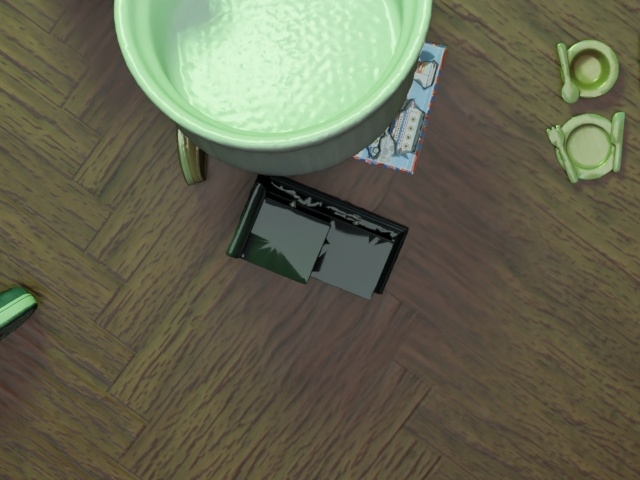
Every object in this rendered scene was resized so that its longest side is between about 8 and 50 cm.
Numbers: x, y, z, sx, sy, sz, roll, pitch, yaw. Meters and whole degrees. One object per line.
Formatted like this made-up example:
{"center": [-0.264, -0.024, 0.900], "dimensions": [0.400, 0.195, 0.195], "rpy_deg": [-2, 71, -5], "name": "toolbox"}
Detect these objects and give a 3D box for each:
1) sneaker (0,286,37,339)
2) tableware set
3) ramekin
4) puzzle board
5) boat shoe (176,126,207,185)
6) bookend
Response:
{"center": [-0.399, 0.053, 1.690], "dimensions": [0.226, 0.086, 0.163], "rpy_deg": [-25, 84, -12], "name": "sneaker"}
{"center": [0.298, -0.131, 1.699], "dimensions": [0.168, 0.020, 0.141], "rpy_deg": [-8, 97, 1], "name": "tableware set"}
{"center": [-0.037, -0.192, 1.595], "dimensions": [0.277, 0.135, 0.277], "rpy_deg": [-1, 73, 4], "name": "ramekin"}
{"center": [0.060, -0.136, 1.703], "dimensions": [0.096, 0.011, 0.128], "rpy_deg": [15, 97, -2], "name": "puzzle board"}
{"center": [-0.111, -0.120, 1.685], "dimensions": [0.045, 0.050, 0.135], "rpy_deg": [0, 97, 5], "name": "boat shoe"}
{"center": [0.000, 0.000, 1.646], "dimensions": [0.156, 0.157, 0.072], "rpy_deg": [22, 97, -2], "name": "bookend"}
